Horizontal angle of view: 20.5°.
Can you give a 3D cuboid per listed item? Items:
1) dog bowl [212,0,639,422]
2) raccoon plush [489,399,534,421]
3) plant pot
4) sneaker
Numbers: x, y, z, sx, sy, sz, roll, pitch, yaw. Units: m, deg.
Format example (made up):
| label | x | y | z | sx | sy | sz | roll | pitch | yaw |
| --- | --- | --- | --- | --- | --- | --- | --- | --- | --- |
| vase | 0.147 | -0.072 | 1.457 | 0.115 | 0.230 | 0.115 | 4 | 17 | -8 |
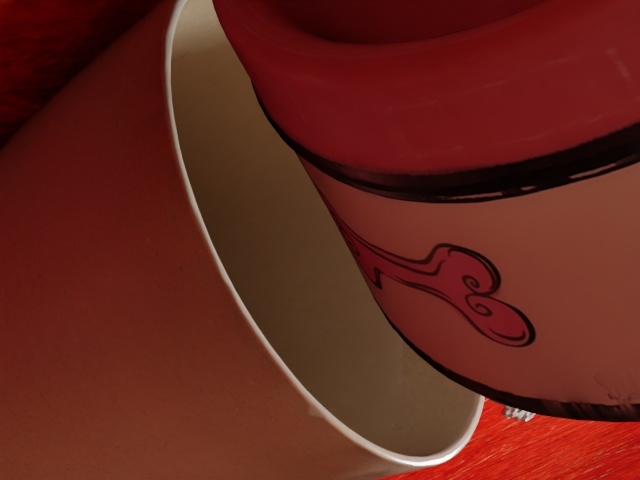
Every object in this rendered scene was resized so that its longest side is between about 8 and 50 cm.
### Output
| label | x | y | z | sx | sy | sz | roll | pitch | yaw |
| --- | --- | --- | --- | --- | --- | --- | --- | --- | --- |
| dog bowl | 0.132 | -0.146 | 0.636 | 0.408 | 0.408 | 0.150 | -39 | 124 | 11 |
| raccoon plush | 0.366 | 0.028 | 1.637 | 0.446 | 0.216 | 0.299 | -32 | 152 | -8 |
| plant pot | -0.099 | 0.039 | 0.894 | 0.274 | 0.256 | 0.256 | -27 | 165 | 26 |
| sneaker | 0.000 | 0.000 | 1.107 | 0.107 | 0.110 | 0.275 | -37 | 160 | 3 |
